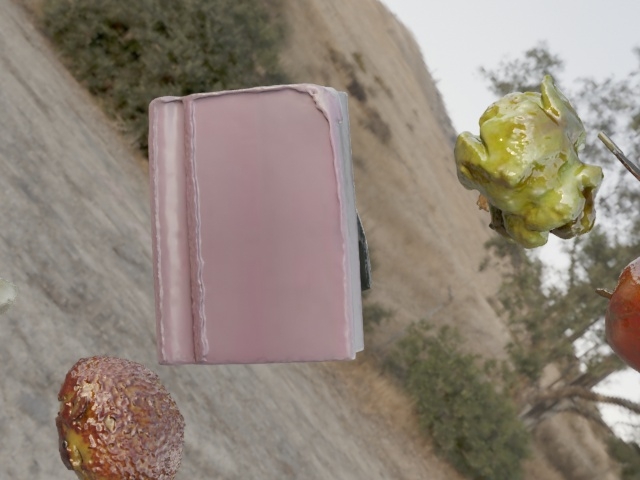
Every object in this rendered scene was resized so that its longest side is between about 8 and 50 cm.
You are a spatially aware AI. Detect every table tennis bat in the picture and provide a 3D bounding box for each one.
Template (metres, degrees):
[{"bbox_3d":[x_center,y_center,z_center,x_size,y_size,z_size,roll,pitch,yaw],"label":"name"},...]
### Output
[{"bbox_3d":[0.537,-0.137,1.454,0.095,0.014,0.158,20,31,-42],"label":"table tennis bat"}]

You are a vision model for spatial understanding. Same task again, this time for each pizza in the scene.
[{"bbox_3d":[0.407,-0.095,2.010,0.083,0.025,0.078,118,-25,-49],"label":"pizza"}]

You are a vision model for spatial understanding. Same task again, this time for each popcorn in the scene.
[{"bbox_3d":[0.356,-0.122,1.419,0.276,0.225,0.277,20,54,-30],"label":"popcorn"}]

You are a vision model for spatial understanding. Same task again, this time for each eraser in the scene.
[{"bbox_3d":[-0.087,-0.019,1.117,0.122,0.272,0.359,0,87,-77],"label":"eraser"}]

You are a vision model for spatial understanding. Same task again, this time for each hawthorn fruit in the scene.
[{"bbox_3d":[0.693,0.154,1.649,0.299,0.275,0.275,22,-9,21],"label":"hawthorn fruit"}]

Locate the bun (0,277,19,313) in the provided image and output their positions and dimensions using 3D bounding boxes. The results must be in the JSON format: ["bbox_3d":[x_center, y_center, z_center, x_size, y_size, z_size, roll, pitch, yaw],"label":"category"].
[{"bbox_3d":[-0.653,0.111,1.583,0.138,0.094,0.138,12,-15,3],"label":"bun"}]

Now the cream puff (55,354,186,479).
[{"bbox_3d":[-0.413,0.401,1.774,0.350,0.228,0.351,-21,90,-82],"label":"cream puff"}]

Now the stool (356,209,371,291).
[{"bbox_3d":[0.000,0.000,1.504,0.232,0.141,0.232,166,-90,-82],"label":"stool"}]
